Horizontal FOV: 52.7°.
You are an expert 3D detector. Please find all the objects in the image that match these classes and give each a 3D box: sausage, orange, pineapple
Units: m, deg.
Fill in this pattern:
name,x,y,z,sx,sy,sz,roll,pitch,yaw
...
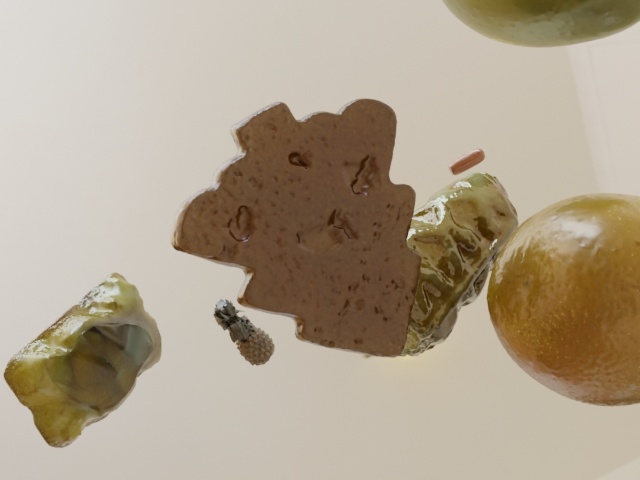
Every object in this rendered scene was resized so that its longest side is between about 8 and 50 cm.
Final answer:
name,x,y,z,sx,sy,sz,roll,pitch,yaw
sausage,0.317,-0.171,1.398,0.034,0.083,0.034,56,13,-20
orange,0.290,0.059,0.662,0.236,0.236,0.236,157,-90,-82
pineapple,-0.157,0.179,1.287,0.159,0.074,0.074,53,-1,-29

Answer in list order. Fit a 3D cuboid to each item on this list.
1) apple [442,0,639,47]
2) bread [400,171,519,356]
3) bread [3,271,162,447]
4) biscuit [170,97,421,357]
name,x,y,z,sx,sy,sz,roll,pitch,yaw
apple,0.339,-0.449,0.911,0.357,0.357,0.357,157,-90,-82
bread,0.156,0.022,0.833,0.130,0.268,0.152,26,-30,35
bread,-0.307,0.163,0.894,0.088,0.233,0.161,-15,-67,39
biscuit,0.000,0.000,0.686,0.301,0.278,0.043,63,-17,-6
